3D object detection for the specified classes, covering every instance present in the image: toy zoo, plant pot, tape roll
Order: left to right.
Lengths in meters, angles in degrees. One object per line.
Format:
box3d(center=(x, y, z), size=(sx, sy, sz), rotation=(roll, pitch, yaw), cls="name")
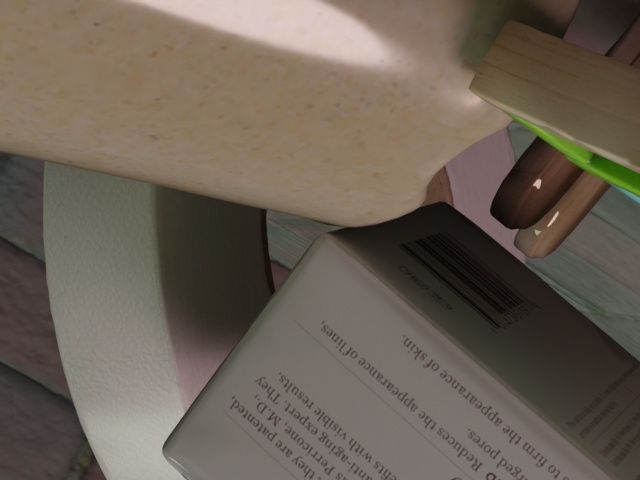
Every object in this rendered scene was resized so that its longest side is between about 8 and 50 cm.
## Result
box3d(center=(-0.077, -0.151, 0.629), size=(0.305, 0.334, 0.334), rotation=(21, 177, -28), cls="plant pot")
box3d(center=(0.000, 0.000, 0.962), size=(0.072, 0.392, 0.392), rotation=(-6, 153, 31), cls="tape roll")
box3d(center=(0.203, 0.025, 0.607), size=(0.293, 0.030, 0.192), rotation=(30, -178, -39), cls="toy zoo")

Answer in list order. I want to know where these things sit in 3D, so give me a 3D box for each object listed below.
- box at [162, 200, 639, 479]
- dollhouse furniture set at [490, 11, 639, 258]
box3d(center=(0.061, 0.087, 0.758), size=(0.182, 0.119, 0.181), rotation=(41, -163, 11), cls="box")
box3d(center=(0.252, 0.105, 0.932), size=(0.362, 0.256, 0.394), rotation=(39, -178, 13), cls="dollhouse furniture set")
